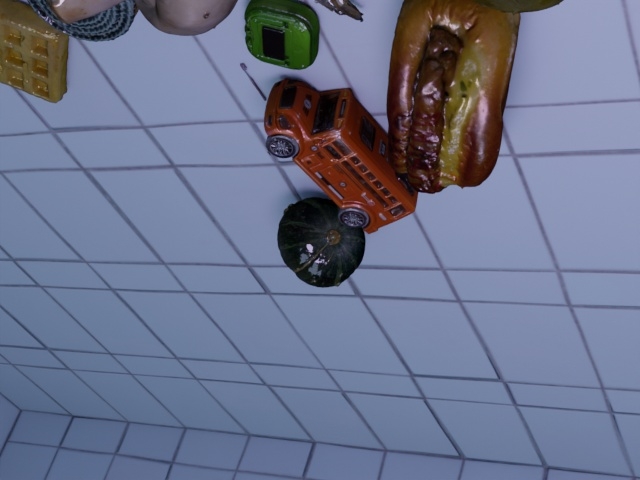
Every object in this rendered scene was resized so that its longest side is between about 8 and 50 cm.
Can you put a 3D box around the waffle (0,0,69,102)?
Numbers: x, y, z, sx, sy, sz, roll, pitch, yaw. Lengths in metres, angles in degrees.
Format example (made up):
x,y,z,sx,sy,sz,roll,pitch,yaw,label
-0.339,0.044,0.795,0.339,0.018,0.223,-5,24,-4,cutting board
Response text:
x,y,z,sx,sy,sz,roll,pitch,yaw,label
-0.601,-0.378,2.002,0.248,0.055,0.221,21,149,-2,waffle

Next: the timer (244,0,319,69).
x,y,z,sx,sy,sz,roll,pitch,yaw,label
-0.066,-0.347,1.770,0.128,0.047,0.140,15,149,7,timer

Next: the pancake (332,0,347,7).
x,y,z,sx,sy,sz,roll,pitch,yaw,label
0.085,-0.413,1.567,0.184,0.020,0.190,27,131,-12,pancake

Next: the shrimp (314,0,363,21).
x,y,z,sx,sy,sz,roll,pitch,yaw,label
0.005,-0.425,1.616,0.126,0.047,0.223,-26,127,37,shrimp

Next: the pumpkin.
x,y,z,sx,sy,sz,roll,pitch,yaw,label
0.001,0.001,2.149,0.190,0.190,0.146,39,160,-30,pumpkin

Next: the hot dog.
x,y,z,sx,sy,sz,roll,pitch,yaw,label
0.204,-0.210,1.675,0.185,0.223,0.405,10,148,9,hot dog

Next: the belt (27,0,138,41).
x,y,z,sx,sy,sz,roll,pitch,yaw,label
-0.377,-0.449,1.668,0.206,0.160,0.295,19,149,0,belt

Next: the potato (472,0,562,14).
x,y,z,sx,sy,sz,roll,pitch,yaw,label
0.226,-0.418,1.381,0.307,0.173,0.210,24,151,-5,potato

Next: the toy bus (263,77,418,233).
x,y,z,sx,sy,sz,roll,pitch,yaw,label
0.041,-0.165,1.917,0.153,0.143,0.329,-21,131,33,toy bus

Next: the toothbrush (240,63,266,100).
x,y,z,sx,sy,sz,roll,pitch,yaw,label
-0.122,-0.290,1.928,0.008,0.006,0.097,-5,142,28,toothbrush

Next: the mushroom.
x,y,z,sx,sy,sz,roll,pitch,yaw,label
-0.254,-0.415,1.458,0.290,0.292,0.292,-17,156,-20,mushroom
